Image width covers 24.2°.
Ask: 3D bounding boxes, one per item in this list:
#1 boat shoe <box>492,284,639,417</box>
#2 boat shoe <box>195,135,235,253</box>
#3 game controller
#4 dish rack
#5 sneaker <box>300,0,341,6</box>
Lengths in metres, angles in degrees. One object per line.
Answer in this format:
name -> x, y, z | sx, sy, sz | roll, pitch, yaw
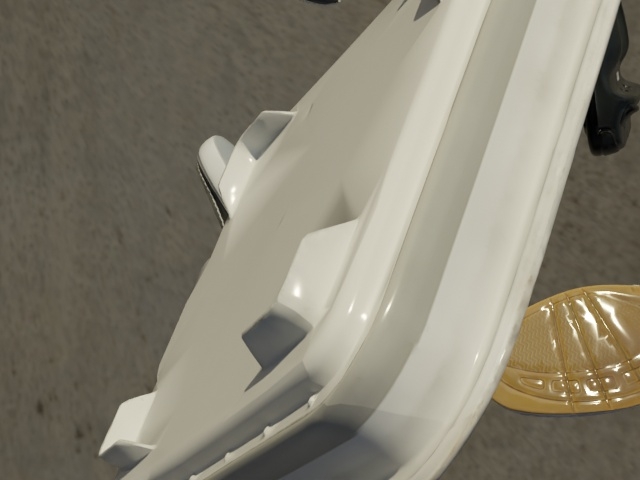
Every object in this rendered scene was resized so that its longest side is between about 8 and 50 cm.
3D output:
boat shoe -> 0.255, 0.082, 1.151 | 0.277, 0.096, 0.098 | -13, 72, -3
boat shoe -> -0.051, 0.022, 1.262 | 0.076, 0.080, 0.228 | -34, 87, 16
game controller -> 0.283, -0.178, 1.510 | 0.067, 0.319, 0.166 | -15, 94, 14
dish rack -> 0.000, 0.000, 0.659 | 0.072, 0.333, 0.285 | 27, 61, -12
sneaker -> 0.047, -0.330, 1.240 | 0.292, 0.118, 0.110 | -47, 124, -1
